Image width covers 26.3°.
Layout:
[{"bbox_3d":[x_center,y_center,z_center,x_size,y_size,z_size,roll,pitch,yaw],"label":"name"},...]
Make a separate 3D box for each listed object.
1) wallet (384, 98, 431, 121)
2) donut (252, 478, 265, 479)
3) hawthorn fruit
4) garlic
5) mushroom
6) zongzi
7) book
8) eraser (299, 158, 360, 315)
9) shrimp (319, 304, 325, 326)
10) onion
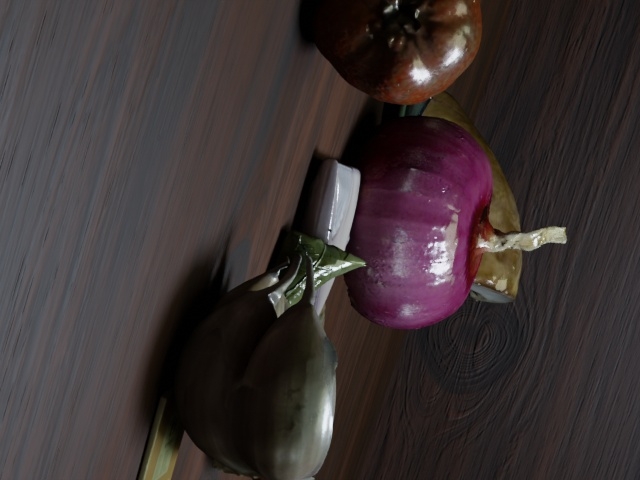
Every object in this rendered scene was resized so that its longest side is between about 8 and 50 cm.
[{"bbox_3d":[0.181,-0.293,2.513,0.172,0.045,0.318,93,19,-45],"label":"wallet"},{"bbox_3d":[-0.077,0.234,1.956,0.216,0.096,0.230,-48,155,-60],"label":"donut"},{"bbox_3d":[0.093,-0.276,1.711,0.262,0.210,0.210,-117,-136,-80],"label":"hawthorn fruit"},{"bbox_3d":[-0.057,0.165,1.614,0.237,0.210,0.292,-32,129,-65],"label":"garlic"},{"bbox_3d":[0.276,-0.097,2.718,0.224,0.314,0.397,74,31,-78],"label":"mushroom"},{"bbox_3d":[-0.014,0.075,1.926,0.062,0.130,0.154,2,-110,67],"label":"zongzi"},{"bbox_3d":[-0.187,0.249,1.637,0.118,0.012,0.172,-34,142,-73],"label":"book"},{"bbox_3d":[-0.001,0.000,2.037,0.204,0.059,0.243,10,95,-80],"label":"eraser"},{"bbox_3d":[-0.046,0.210,2.211,0.169,0.058,0.296,-37,141,-60],"label":"shrimp"},{"bbox_3d":[0.173,-0.029,2.257,0.358,0.345,0.358,-2,93,-49],"label":"onion"}]
